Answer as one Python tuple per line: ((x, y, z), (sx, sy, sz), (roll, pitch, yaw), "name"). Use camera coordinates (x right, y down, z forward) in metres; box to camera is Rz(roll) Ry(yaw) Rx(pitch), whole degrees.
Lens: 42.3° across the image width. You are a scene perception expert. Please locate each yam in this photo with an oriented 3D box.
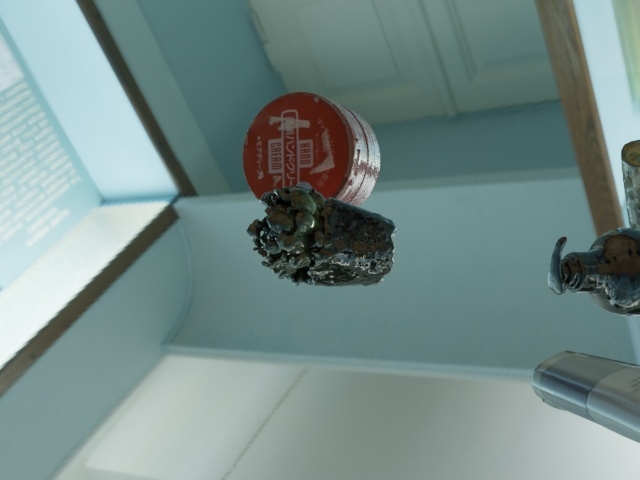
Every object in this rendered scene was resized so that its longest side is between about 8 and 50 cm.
((0.586, -0.034, 1.481), (0.067, 0.317, 0.071), (-37, -146, -26), "yam")

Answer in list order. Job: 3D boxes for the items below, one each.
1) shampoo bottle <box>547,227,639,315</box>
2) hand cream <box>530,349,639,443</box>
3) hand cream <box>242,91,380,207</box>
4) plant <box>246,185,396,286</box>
((0.386, 0.036, 0.959), (0.283, 0.101, 0.101), (0, -158, -21), "shampoo bottle")
((0.228, 0.115, 0.564), (0.079, 0.048, 0.255), (-28, -175, -13), "hand cream")
((-0.012, -0.147, 1.487), (0.230, 0.230, 0.149), (-9, 175, 26), "hand cream")
((0.000, 0.000, 0.819), (0.094, 0.143, 0.092), (127, -27, -61), "plant")
